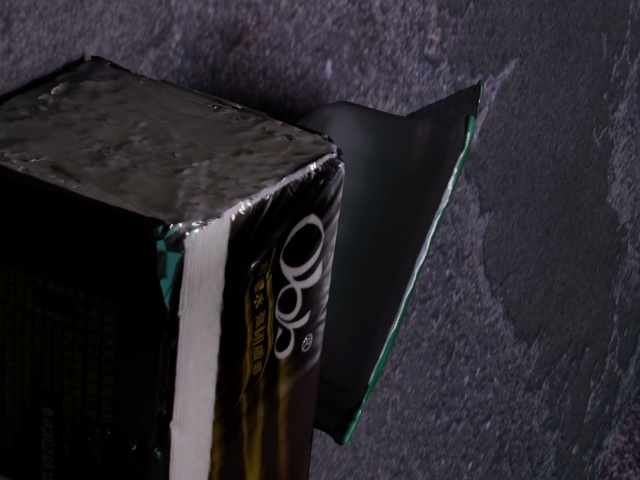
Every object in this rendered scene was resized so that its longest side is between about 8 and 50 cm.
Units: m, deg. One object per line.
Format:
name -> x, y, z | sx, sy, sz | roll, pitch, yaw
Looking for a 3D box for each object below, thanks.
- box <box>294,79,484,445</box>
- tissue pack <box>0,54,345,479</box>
box -> 0.000, 0.000, 1.353 | 0.337, 0.106, 0.264 | 166, -54, -82
tissue pack -> -0.126, 0.101, 1.159 | 0.198, 0.210, 0.370 | -39, 142, -54
